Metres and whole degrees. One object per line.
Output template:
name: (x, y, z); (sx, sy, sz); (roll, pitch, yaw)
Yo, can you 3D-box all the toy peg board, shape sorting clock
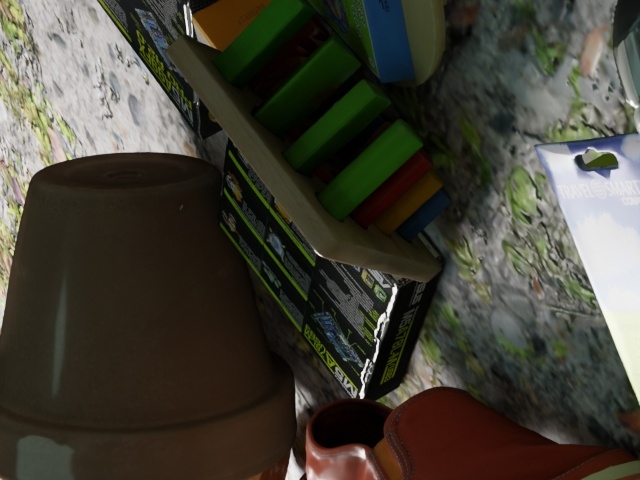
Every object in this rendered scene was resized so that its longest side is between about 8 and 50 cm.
toy peg board: (0.016, -0.066, 1.006); (0.161, 0.079, 0.161); (53, -164, 21)
shape sorting clock: (0.011, -0.181, 0.959); (0.206, 0.040, 0.206); (59, 167, 22)

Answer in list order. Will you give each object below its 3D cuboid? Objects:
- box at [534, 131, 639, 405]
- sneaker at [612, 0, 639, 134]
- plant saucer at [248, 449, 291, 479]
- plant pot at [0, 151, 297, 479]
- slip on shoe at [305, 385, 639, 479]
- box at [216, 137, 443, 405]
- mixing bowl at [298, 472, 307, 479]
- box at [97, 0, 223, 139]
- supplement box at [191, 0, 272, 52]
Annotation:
box: (0.179, 0.024, 0.831); (0.109, 0.042, 0.178); (-3, 113, 65)
sneaker: (0.216, -0.024, 0.666); (0.228, 0.086, 0.132); (57, 154, -14)
plant saucer: (-0.072, 0.247, 1.440); (0.037, 0.200, 0.200); (17, 144, 8)
plant pot: (-0.153, 0.054, 1.355); (0.263, 0.263, 0.229); (23, 118, 57)
slip on shoe: (0.082, 0.145, 1.072); (0.331, 0.123, 0.101); (-10, 96, 63)
box: (0.000, 0.000, 1.187); (0.190, 0.045, 0.184); (51, 158, 22)
mixing bowl: (0.003, 0.290, 1.408); (0.181, 0.098, 0.181); (36, 142, 35)
box: (-0.132, -0.230, 1.157); (0.270, 0.060, 0.216); (53, 163, 22)
supplement box: (-0.042, -0.123, 1.086); (0.036, 0.062, 0.098); (54, 169, 21)
